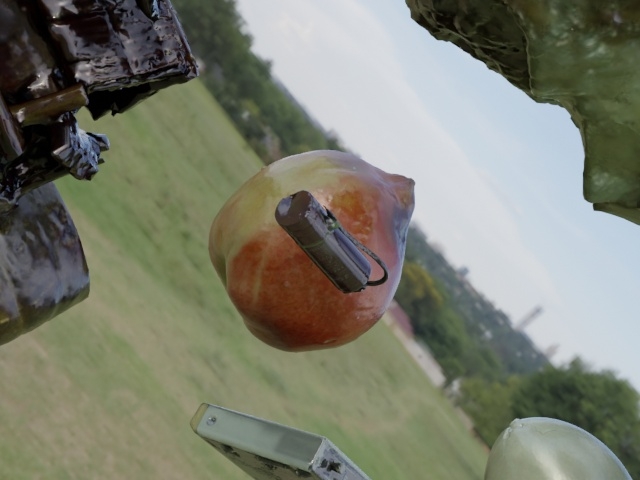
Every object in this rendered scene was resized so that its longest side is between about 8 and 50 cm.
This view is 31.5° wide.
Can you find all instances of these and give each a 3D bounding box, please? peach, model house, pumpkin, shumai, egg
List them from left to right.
[{"bbox_3d":[-0.357,-0.002,1.163,0.222,0.139,0.317,63,-26,-6],"label":"pumpkin"},{"bbox_3d":[-0.202,-0.217,0.899,0.317,0.282,0.297,65,-12,-5],"label":"model house"},{"bbox_3d":[0.000,0.000,1.331,0.232,0.256,0.232,59,-10,17],"label":"peach"},{"bbox_3d":[0.183,0.203,0.863,0.152,0.114,0.114,59,0,-10],"label":"egg"},{"bbox_3d":[0.289,-0.178,1.017,0.395,0.395,0.348,-118,-173,-83],"label":"shumai"}]

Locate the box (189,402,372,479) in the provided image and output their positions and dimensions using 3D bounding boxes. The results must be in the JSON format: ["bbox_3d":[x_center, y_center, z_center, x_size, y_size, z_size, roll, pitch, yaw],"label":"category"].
[{"bbox_3d":[-0.009,0.286,1.333,0.211,0.045,0.270,10,-27,37],"label":"box"}]

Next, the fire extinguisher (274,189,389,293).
[{"bbox_3d":[0.018,0.011,1.124,0.078,0.045,0.157,2,-33,36],"label":"fire extinguisher"}]
